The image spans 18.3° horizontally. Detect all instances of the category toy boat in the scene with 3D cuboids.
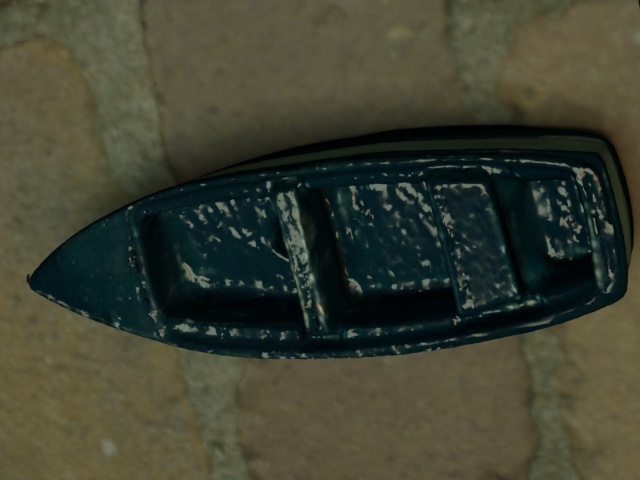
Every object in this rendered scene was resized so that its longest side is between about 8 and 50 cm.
[{"bbox_3d":[0.000,0.000,0.932,0.299,0.062,0.096,-5,113,24],"label":"toy boat"}]

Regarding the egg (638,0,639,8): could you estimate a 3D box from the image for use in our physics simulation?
[{"bbox_3d":[0.237,-0.090,0.679,0.250,0.250,0.322,-36,93,32],"label":"egg"}]
